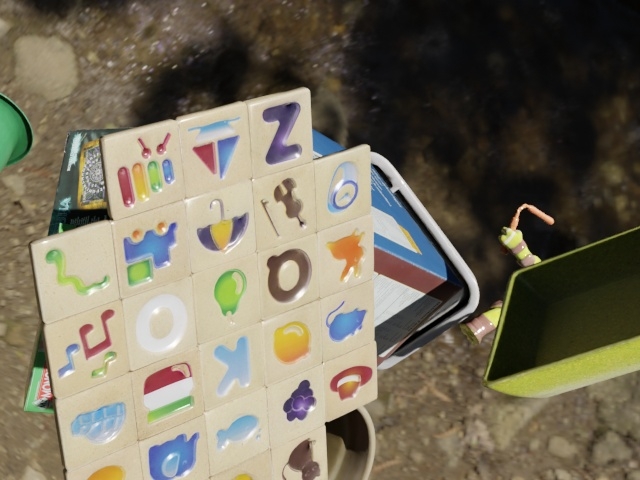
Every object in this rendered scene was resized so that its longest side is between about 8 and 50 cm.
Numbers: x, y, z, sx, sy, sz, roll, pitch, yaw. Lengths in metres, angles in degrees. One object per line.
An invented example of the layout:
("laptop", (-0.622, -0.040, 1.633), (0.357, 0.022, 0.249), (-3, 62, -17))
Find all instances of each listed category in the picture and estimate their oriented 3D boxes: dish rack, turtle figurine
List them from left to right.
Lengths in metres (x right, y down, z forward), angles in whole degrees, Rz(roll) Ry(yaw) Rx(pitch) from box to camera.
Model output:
("dish rack", (0.100, 0.033, 1.961), (0.333, 0.285, 0.072), (54, 31, 3))
("turtle figurine", (0.323, 0.100, 1.634), (0.217, 0.087, 0.269), (-43, 110, -12))

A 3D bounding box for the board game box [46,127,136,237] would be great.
("board game box", (-0.310, -0.066, 1.566), (0.026, 0.126, 0.186), (39, 56, -61))

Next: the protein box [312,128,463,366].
("protein box", (0.000, 0.000, 1.129), (0.136, 0.200, 0.201), (-44, 145, 15))

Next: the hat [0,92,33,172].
("hat", (-0.485, -0.082, 1.516), (0.173, 0.208, 0.183), (-5, 52, 9))

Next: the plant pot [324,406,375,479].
("plant pot", (-0.128, 0.304, 1.710), (0.323, 0.280, 0.323), (-23, 128, -33))

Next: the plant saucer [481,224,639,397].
("plant saucer", (0.238, 0.058, 0.929), (0.045, 0.188, 0.188), (58, 28, -17))

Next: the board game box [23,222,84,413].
("board game box", (-0.248, 0.116, 1.428), (0.214, 0.317, 0.046), (8, 44, -17))

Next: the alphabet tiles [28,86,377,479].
("alphabet tiles", (-0.069, 0.068, 0.837), (0.285, 0.011, 0.342), (-20, 118, -35))
